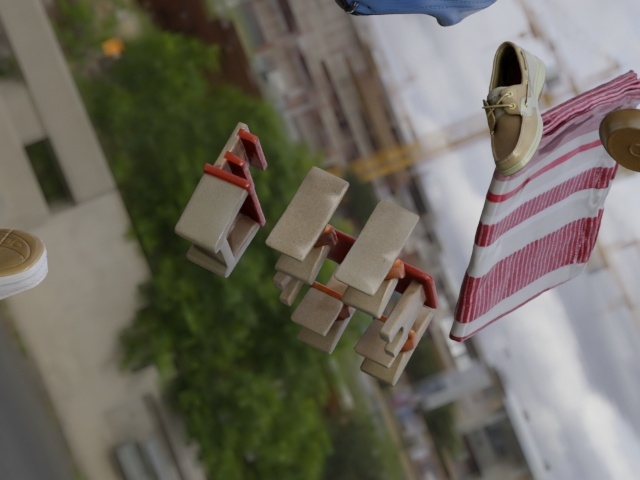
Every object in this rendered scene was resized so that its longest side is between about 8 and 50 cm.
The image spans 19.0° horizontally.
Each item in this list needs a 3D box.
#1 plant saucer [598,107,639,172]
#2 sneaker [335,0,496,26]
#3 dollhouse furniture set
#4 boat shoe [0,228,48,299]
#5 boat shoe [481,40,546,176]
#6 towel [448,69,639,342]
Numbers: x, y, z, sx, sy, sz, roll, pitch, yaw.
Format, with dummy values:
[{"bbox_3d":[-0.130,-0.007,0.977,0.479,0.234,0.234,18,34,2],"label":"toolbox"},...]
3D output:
[{"bbox_3d":[0.296,-0.088,1.769,0.015,0.083,0.083,-63,148,-34],"label":"plant saucer"},{"bbox_3d":[0.033,-0.257,1.636,0.330,0.147,0.129,21,45,-36],"label":"sneaker"},{"bbox_3d":[0.000,0.000,1.885,0.259,0.135,0.262,26,-17,16],"label":"dollhouse furniture set"},{"bbox_3d":[-0.406,0.058,2.146,0.096,0.277,0.098,64,36,-25],"label":"boat shoe"},{"bbox_3d":[0.157,-0.112,1.606,0.045,0.050,0.135,39,40,-29],"label":"boat shoe"},{"bbox_3d":[0.271,-0.035,2.297,0.037,0.237,0.329,41,-40,29],"label":"towel"}]
